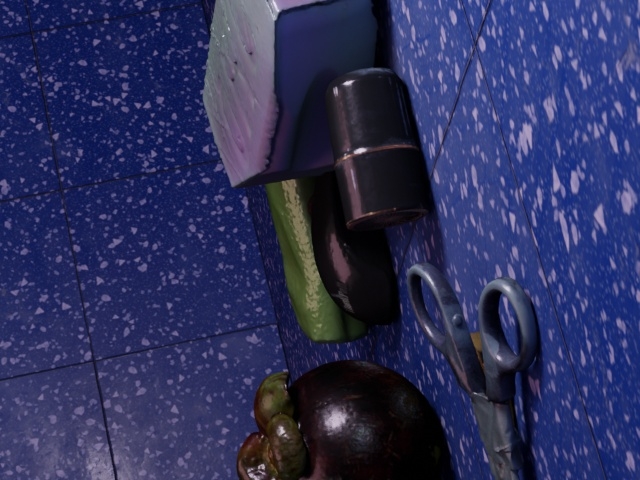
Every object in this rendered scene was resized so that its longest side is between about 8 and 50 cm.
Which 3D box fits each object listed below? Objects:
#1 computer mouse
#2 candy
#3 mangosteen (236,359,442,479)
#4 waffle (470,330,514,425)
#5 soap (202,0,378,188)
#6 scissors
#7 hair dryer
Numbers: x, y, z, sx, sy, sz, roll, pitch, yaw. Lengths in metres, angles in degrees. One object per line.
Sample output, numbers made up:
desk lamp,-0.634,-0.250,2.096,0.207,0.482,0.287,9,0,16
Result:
computer mouse,0.038,0.006,2.222,0.170,0.100,0.269,103,155,-66
candy,0.000,0.000,2.407,0.142,0.132,0.343,-2,103,52
mangosteen,0.028,0.295,2.031,0.288,0.288,0.288,169,90,-82
waffle,0.187,0.152,1.652,0.135,0.021,0.092,-130,28,-70
soap,-0.044,-0.241,1.993,0.446,0.156,0.261,107,147,-59
scissors,0.192,0.211,1.575,0.256,0.029,0.383,5,111,67
hair dryer,0.065,-0.094,1.933,0.352,0.107,0.189,93,167,-81
